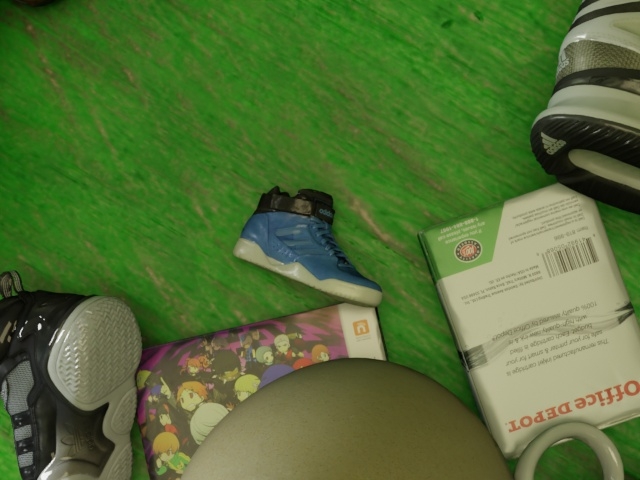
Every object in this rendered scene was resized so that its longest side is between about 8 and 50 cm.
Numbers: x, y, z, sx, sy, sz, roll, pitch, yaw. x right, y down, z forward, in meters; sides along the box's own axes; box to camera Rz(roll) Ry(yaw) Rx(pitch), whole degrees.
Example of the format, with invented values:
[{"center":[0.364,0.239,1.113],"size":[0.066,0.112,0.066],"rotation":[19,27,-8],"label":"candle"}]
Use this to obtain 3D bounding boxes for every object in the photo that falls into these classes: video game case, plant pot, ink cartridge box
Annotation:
[{"center":[-0.041,0.176,1.200],"size":[0.232,0.042,0.210],"rotation":[-12,84,3],"label":"video game case"},{"center":[-0.009,0.237,1.027],"size":[0.284,0.191,0.284],"rotation":[0,90,27],"label":"plant pot"},{"center":[0.188,0.068,1.169],"size":[0.153,0.087,0.208],"rotation":[-18,85,2],"label":"ink cartridge box"}]

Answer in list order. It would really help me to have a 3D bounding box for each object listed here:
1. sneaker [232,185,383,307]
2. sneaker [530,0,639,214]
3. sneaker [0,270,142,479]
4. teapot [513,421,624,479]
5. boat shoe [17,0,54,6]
[{"center":[0.000,0.000,1.185],"size":[0.152,0.058,0.084],"rotation":[21,86,34],"label":"sneaker"},{"center":[0.411,-0.110,1.128],"size":[0.448,0.169,0.257],"rotation":[23,70,-11],"label":"sneaker"},{"center":[-0.247,0.157,1.191],"size":[0.153,0.101,0.268],"rotation":[20,109,29],"label":"sneaker"},{"center":[0.295,0.277,1.096],"size":[0.253,0.256,0.187],"rotation":[5,55,24],"label":"teapot"},{"center":[-0.331,-0.355,1.214],"size":[0.123,0.120,0.324],"rotation":[-37,85,1],"label":"boat shoe"}]
